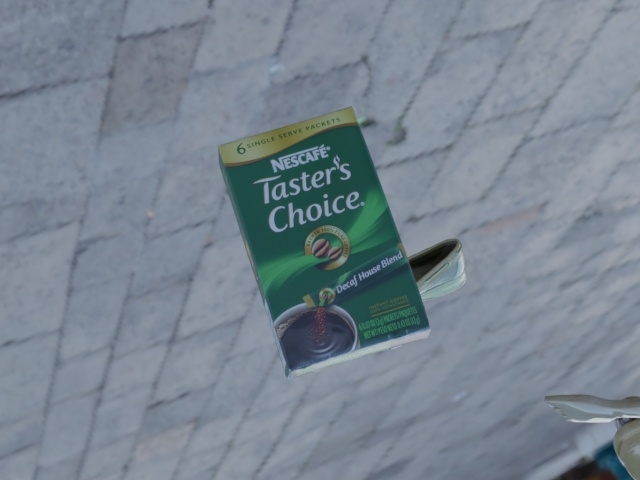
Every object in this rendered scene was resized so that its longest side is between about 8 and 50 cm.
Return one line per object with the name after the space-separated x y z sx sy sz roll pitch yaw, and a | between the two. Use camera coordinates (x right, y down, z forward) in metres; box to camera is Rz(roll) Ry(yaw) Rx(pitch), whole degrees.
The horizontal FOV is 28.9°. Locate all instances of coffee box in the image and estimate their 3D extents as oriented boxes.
0.000 0.000 0.926 0.113 0.184 0.040 -16 164 -5 | coffee box

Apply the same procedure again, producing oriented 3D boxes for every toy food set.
0.230 0.123 0.723 0.132 0.039 0.192 -8 141 41 | toy food set

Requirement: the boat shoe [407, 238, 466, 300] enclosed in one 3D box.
0.074 0.044 1.233 0.153 0.056 0.048 -21 132 -11 | boat shoe
